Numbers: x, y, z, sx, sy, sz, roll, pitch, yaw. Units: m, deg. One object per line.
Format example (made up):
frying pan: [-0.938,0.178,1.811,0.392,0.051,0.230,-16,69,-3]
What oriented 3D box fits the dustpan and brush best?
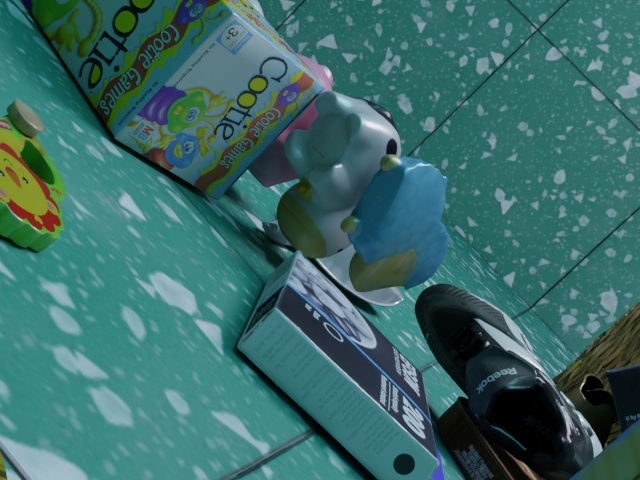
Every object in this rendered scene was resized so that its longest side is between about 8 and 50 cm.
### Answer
dustpan and brush: [0.000,0.000,1.133,0.147,0.060,0.211,55,6,24]

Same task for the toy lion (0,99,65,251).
toy lion: [-0.168,-0.036,0.608,0.096,0.034,0.100,55,11,10]

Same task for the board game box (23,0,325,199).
board game box: [-0.146,-0.193,1.002,0.142,0.144,0.275,32,16,-53]

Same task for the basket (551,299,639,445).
basket: [0.509,0.226,1.594,0.223,0.299,0.213,43,10,-15]

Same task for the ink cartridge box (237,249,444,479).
ink cartridge box: [0.035,0.109,0.827,0.208,0.045,0.206,46,9,-6]

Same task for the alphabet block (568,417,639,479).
alphabet block: [0.227,0.240,0.651,0.192,0.193,0.197,43,10,-9]

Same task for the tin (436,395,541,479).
tin: [0.166,0.213,0.977,0.106,0.040,0.190,33,14,-37]

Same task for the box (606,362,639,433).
box: [0.418,0.260,1.212,0.165,0.143,0.271,22,54,-68]

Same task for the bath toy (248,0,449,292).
bath toy: [-0.016,-0.099,1.056,0.129,0.151,0.348,19,25,-50]

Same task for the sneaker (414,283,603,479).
sneaker: [0.159,0.120,0.998,0.234,0.078,0.106,52,9,27]

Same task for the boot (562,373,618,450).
boot: [0.320,0.230,1.339,0.112,0.115,0.305,47,8,24]

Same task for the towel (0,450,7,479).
towel: [-0.109,0.103,0.300,0.102,0.021,0.237,36,14,-41]
